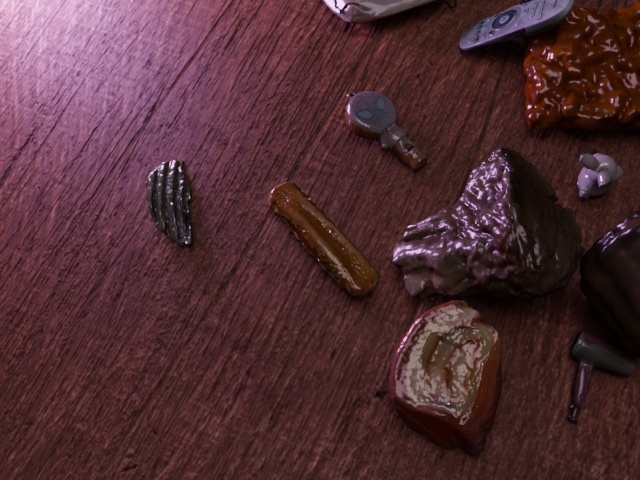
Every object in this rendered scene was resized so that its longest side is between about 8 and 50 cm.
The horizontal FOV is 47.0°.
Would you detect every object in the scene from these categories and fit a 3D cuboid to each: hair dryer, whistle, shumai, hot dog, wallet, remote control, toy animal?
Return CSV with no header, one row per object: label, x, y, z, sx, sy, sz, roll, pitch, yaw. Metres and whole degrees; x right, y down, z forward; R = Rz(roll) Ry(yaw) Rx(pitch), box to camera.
hair dryer,0.466,0.245,1.274,0.106,0.054,0.154,29,81,11
whistle,0.130,-0.225,1.495,0.107,0.057,0.220,-36,73,-26
shumai,0.301,0.010,1.332,0.283,0.217,0.346,-41,31,26
hot dog,0.001,-0.001,1.399,0.083,0.068,0.289,-25,60,-32
wallet,0.121,-0.603,1.659,0.275,0.068,0.335,-24,60,-10
remote control,0.400,-0.445,1.510,0.256,0.045,0.097,-5,50,43
toy animal,0.523,-0.128,1.384,0.085,0.124,0.071,-33,73,-8

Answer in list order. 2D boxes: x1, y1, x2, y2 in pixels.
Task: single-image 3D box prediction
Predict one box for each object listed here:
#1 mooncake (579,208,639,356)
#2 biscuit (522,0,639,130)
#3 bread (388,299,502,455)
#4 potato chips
mooncake,0.591,0.040,1.203,0.324,0.324,0.187,-27,62,-8
biscuit,0.568,-0.353,1.487,0.312,0.110,0.318,2,67,6
bread,0.220,0.219,1.256,0.190,0.123,0.244,15,67,12
potato chips,-0.302,-0.073,1.474,0.092,0.028,0.207,-11,64,1
